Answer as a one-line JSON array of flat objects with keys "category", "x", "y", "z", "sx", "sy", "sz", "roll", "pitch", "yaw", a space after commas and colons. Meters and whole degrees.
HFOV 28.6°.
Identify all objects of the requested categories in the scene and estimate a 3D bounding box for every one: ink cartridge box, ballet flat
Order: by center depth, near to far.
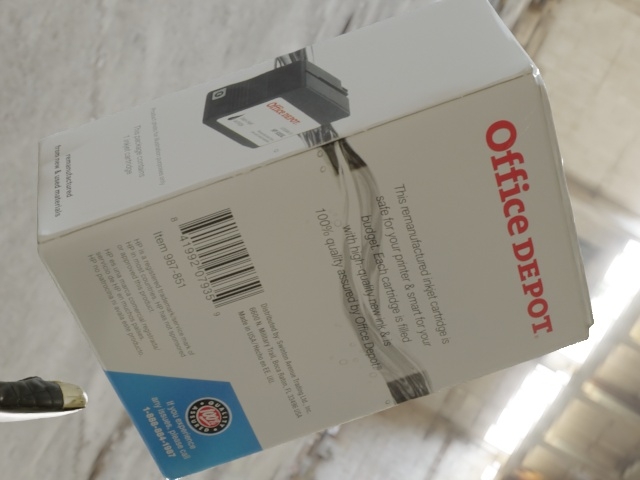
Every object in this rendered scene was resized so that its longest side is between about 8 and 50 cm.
[{"category": "ballet flat", "x": -0.234, "y": 0.090, "z": 0.813, "sx": 0.057, "sy": 0.173, "sz": 0.049, "roll": -29, "pitch": -126, "yaw": 57}, {"category": "ink cartridge box", "x": 0.000, "y": 0.000, "z": 0.823, "sx": 0.129, "sy": 0.308, "sz": 0.223, "roll": -107, "pitch": 177, "yaw": -53}]
